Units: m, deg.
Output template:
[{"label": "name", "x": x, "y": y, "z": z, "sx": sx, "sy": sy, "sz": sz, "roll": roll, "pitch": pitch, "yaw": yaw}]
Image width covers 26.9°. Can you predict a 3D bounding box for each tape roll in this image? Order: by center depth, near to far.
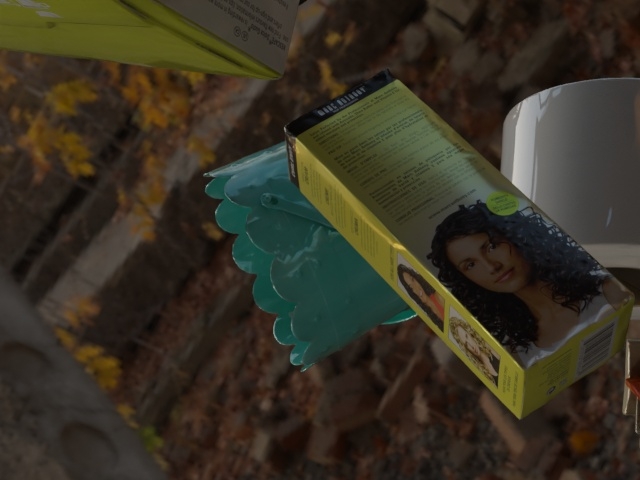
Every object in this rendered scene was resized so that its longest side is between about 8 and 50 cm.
[{"label": "tape roll", "x": 0.296, "y": -0.033, "z": 1.316, "sx": 0.246, "sy": 0.246, "sz": 0.169, "roll": -21, "pitch": 57, "yaw": 54}]

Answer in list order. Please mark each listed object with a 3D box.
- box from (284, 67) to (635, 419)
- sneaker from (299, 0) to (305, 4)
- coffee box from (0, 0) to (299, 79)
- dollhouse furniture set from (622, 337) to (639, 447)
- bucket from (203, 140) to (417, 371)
[{"label": "box", "x": 0.078, "y": -0.005, "z": 0.811, "sx": 0.087, "sy": 0.058, "sz": 0.232, "roll": -32, "pitch": 56, "yaw": -20}, {"label": "sneaker", "x": -0.061, "y": -0.233, "z": 1.163, "sx": 0.232, "sy": 0.081, "sz": 0.090, "roll": -24, "pitch": 42, "yaw": 45}, {"label": "coffee box", "x": -0.211, "y": -0.326, "z": 0.950, "sx": 0.337, "sy": 0.338, "sz": 0.335, "roll": 9, "pitch": 85, "yaw": 26}, {"label": "dollhouse furniture set", "x": 0.451, "y": 0.157, "z": 1.360, "sx": 0.262, "sy": 0.259, "sz": 0.135, "roll": -100, "pitch": 9, "yaw": -76}, {"label": "bucket", "x": 0.000, "y": 0.000, "z": 1.576, "sx": 0.183, "sy": 0.281, "sz": 0.281, "roll": -26, "pitch": 26, "yaw": -8}]
